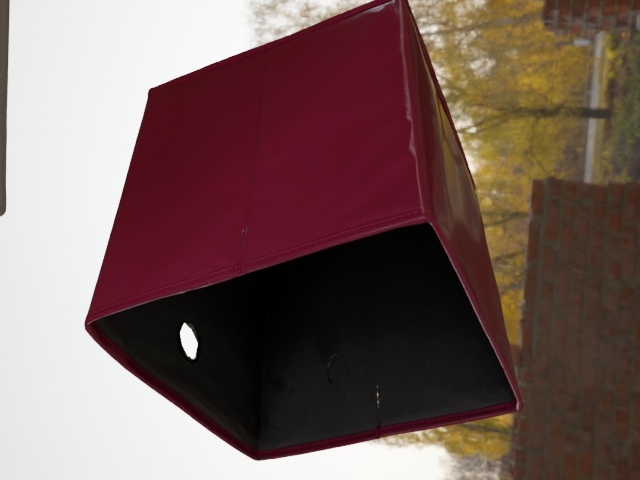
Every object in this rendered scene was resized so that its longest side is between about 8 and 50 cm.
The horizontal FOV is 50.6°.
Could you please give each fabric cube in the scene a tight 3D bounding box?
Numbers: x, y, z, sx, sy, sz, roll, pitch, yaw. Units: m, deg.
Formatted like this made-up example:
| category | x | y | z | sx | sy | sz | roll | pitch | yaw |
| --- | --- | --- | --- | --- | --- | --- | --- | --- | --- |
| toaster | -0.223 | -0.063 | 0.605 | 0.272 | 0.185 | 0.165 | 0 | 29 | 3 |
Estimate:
| category | x | y | z | sx | sy | sz | roll | pitch | yaw |
| --- | --- | --- | --- | --- | --- | --- | --- | --- | --- |
| fabric cube | 0.000 | 0.000 | 0.577 | 0.254 | 0.259 | 0.258 | 55 | -154 | -44 |

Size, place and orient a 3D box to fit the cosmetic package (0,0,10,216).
| category | x | y | z | sx | sy | sz | roll | pitch | yaw |
| --- | --- | --- | --- | --- | --- | --- | --- | --- | --- |
| cosmetic package | -0.360 | -0.127 | 0.224 | 0.453 | 0.161 | 0.230 | -2 | -73 | -37 |
